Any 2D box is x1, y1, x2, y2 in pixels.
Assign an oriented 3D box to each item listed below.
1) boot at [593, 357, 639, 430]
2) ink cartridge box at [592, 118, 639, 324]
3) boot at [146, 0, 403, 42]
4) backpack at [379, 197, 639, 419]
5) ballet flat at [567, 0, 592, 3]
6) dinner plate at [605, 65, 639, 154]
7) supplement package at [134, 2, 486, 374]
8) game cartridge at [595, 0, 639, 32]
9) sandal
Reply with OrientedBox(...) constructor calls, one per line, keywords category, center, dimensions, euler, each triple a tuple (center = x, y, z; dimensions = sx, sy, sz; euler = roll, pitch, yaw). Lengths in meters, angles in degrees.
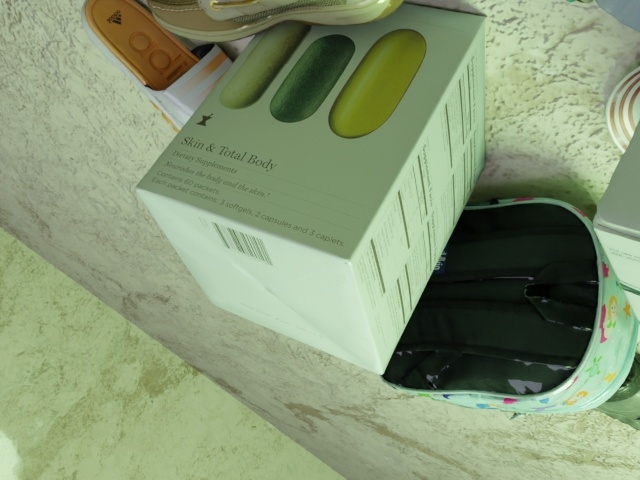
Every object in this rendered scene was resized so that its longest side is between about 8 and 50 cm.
OrientedBox(category="boot", center=(0.396, 0.228, 0.944), dimensions=(0.161, 0.084, 0.246), euler=(33, 157, -18))
OrientedBox(category="ink cartridge box", center=(0.271, -0.017, 0.442), dimensions=(0.086, 0.153, 0.208), euler=(22, 169, 41))
OrientedBox(category="boot", center=(-0.080, -0.249, 0.514), dimensions=(0.261, 0.095, 0.203), euler=(9, 165, 31))
OrientedBox(category="backpack", center=(0.203, 0.073, 0.708), dimensions=(0.191, 0.225, 0.253), euler=(21, 160, -36))
OrientedBox(category="ballet flat", center=(0.125, -0.250, 0.373), dimensions=(0.086, 0.086, 0.248), euler=(-4, 137, 51))
OrientedBox(category="dinner plate", center=(0.300, -0.095, 0.524), dimensions=(0.141, 0.017, 0.141), euler=(25, 155, 12))
OrientedBox(category="supplement package", center=(0.014, -0.061, 0.614), dimensions=(0.199, 0.263, 0.198), euler=(19, 152, 24))
OrientedBox(category="game cartridge", center=(0.330, -0.145, 0.360), dimensions=(0.297, 0.062, 0.198), euler=(29, 159, 5))
OrientedBox(category="sandal", center=(-0.159, -0.193, 0.758), dimensions=(0.265, 0.102, 0.076), euler=(39, 157, -11))
